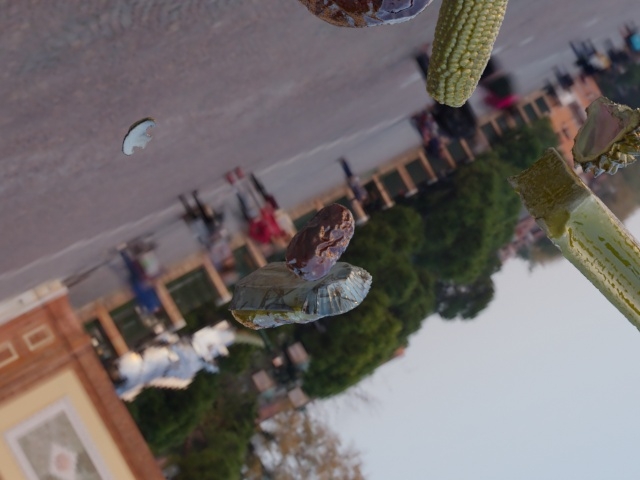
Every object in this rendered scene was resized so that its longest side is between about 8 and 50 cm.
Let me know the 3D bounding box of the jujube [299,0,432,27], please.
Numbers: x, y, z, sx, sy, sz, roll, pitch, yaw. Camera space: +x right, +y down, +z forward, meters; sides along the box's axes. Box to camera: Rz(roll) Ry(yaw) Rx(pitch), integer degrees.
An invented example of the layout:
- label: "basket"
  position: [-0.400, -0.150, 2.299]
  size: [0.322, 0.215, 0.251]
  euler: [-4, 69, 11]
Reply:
- label: "jujube"
  position: [0.086, -0.563, 2.099]
  size: [0.276, 0.277, 0.377]
  euler: [-29, -157, -15]

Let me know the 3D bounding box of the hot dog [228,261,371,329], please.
- label: "hot dog"
  position: [-0.037, 0.090, 1.739]
  size: [0.270, 0.082, 0.162]
  euler: [-3, -153, 46]

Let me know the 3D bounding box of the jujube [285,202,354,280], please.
- label: "jujube"
  position: [0.000, 0.000, 1.551]
  size: [0.129, 0.077, 0.077]
  euler: [-56, -170, -19]

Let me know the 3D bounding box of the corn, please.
- label: "corn"
  position: [0.225, -0.345, 1.546]
  size: [0.101, 0.101, 0.310]
  euler: [-30, 140, -53]

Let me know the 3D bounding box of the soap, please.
- label: "soap"
  position: [0.424, 0.017, 1.541]
  size: [0.091, 0.315, 0.199]
  euler: [-42, -157, 13]

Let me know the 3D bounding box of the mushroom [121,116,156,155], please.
- label: "mushroom"
  position: [-0.354, -0.203, 2.029]
  size: [0.101, 0.049, 0.019]
  euler: [-45, -145, 26]

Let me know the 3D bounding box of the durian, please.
- label: "durian"
  position: [0.467, -0.167, 1.670]
  size: [0.140, 0.078, 0.224]
  euler: [-53, -166, 23]
